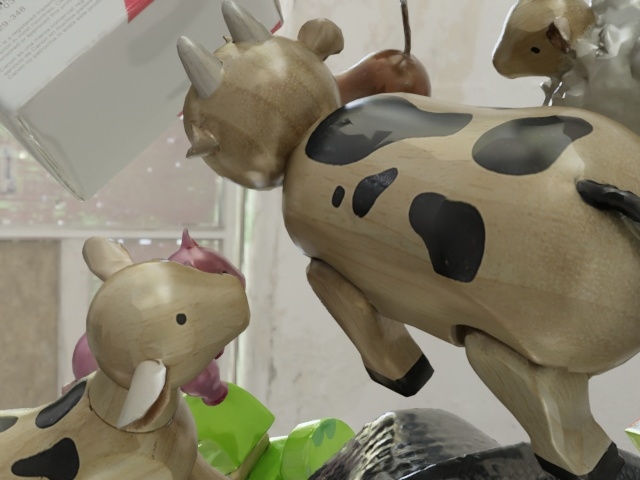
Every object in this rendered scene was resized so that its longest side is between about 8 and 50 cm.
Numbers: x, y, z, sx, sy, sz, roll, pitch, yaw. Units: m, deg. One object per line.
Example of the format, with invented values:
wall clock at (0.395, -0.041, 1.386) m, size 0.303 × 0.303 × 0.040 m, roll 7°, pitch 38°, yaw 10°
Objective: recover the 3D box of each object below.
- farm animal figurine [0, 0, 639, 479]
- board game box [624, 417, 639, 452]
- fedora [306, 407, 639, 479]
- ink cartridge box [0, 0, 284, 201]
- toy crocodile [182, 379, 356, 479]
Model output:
farm animal figurine at (0.000, 0.000, 0.401) m, size 0.327 × 0.172 × 0.330 m, roll 2°, pitch -130°, yaw 37°
board game box at (0.435, 0.260, 1.102) m, size 0.181 × 0.092 × 0.043 m, roll 54°, pitch -10°, yaw -2°
fedora at (0.044, 0.214, 0.536) m, size 0.152 × 0.334 × 0.334 m, roll -128°, pitch -138°, yaw -57°
ink cartridge box at (-0.216, -0.210, 0.776) m, size 0.306 × 0.226 × 0.131 m, roll 39°, pitch -13°, yaw 29°
toy crocodile at (-0.006, 0.232, 0.717) m, size 0.115 × 0.105 × 0.340 m, roll -15°, pitch -63°, yaw 36°
